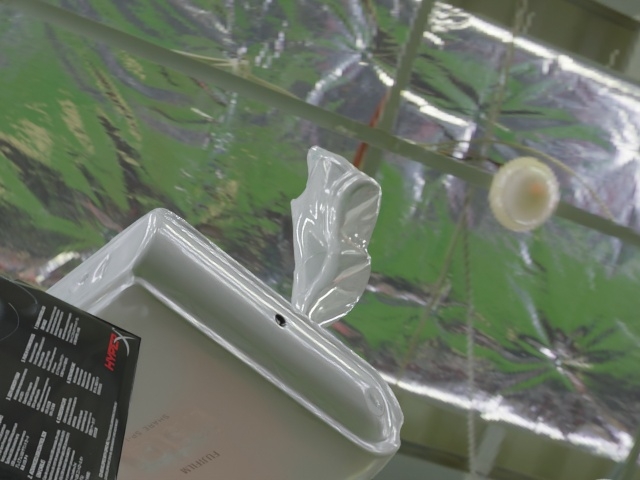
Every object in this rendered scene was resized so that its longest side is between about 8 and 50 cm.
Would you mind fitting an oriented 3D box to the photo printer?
[{"bbox_3d":[-0.103,0.138,1.007,0.256,0.107,0.307,-33,-60,33],"label":"photo printer"}]

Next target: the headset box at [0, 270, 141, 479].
[{"bbox_3d":[-0.249,0.070,0.597,0.293,0.218,0.110,27,-75,-13],"label":"headset box"}]

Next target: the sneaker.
[{"bbox_3d":[0.000,0.000,1.198,0.080,0.094,0.212,-19,-41,-37],"label":"sneaker"}]

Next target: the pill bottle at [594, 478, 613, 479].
[{"bbox_3d":[0.271,0.397,1.097,0.181,0.181,0.323,-23,-104,-14],"label":"pill bottle"}]
